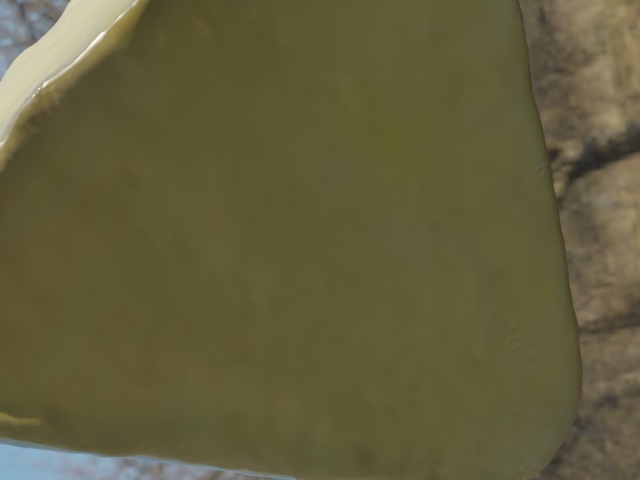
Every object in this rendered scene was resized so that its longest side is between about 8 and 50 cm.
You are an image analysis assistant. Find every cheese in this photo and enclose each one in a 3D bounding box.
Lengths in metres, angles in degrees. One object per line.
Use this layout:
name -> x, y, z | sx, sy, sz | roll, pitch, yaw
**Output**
cheese -> -0.001, 0.001, 0.801 | 0.104, 0.384, 0.383 | 24, 130, 62
